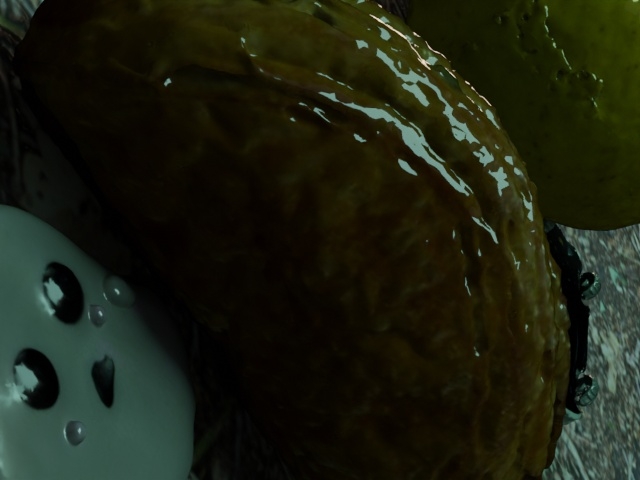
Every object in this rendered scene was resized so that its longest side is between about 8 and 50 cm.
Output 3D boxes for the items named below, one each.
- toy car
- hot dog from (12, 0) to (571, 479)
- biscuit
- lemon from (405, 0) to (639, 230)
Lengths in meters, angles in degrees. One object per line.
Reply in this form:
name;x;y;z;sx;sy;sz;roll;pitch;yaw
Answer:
toy car;0.180;0.059;1.451;0.095;0.056;0.205;51;33;-33
hot dog;0.000;0.000;0.996;0.174;0.267;0.387;-40;113;-17
biscuit;-0.130;0.071;0.906;0.208;0.049;0.181;42;38;-45
lemon;0.198;-0.144;1.401;0.310;0.253;0.253;37;39;-14
